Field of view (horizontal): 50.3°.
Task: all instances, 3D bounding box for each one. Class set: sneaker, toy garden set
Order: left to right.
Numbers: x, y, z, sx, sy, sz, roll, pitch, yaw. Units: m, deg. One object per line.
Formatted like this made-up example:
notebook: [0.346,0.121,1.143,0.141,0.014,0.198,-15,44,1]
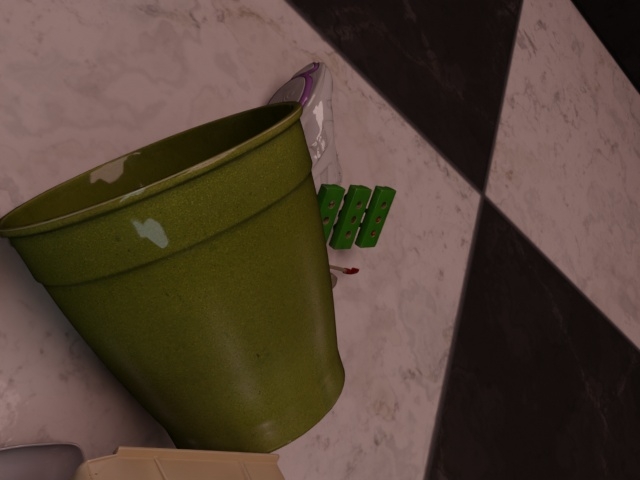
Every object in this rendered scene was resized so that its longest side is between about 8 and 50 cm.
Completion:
sneaker: [-0.026,-0.155,1.159,0.152,0.114,0.305,30,64,-43]
toy garden set: [0.000,0.000,1.105,0.244,0.049,0.204,-3,119,-48]

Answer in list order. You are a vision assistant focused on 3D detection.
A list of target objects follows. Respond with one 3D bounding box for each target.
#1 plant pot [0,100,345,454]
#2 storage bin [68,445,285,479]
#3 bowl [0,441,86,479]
plant pot: [-0.134,0.062,0.836,0.366,0.366,0.353,-39,115,-43]
storage bin: [-0.177,0.344,0.693,0.260,0.262,0.123,22,25,-46]
bowl: [-0.332,0.297,0.744,0.142,0.053,0.142,6,72,-43]
